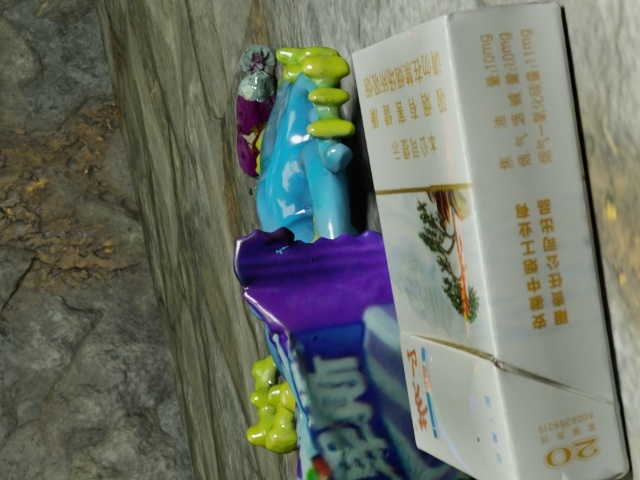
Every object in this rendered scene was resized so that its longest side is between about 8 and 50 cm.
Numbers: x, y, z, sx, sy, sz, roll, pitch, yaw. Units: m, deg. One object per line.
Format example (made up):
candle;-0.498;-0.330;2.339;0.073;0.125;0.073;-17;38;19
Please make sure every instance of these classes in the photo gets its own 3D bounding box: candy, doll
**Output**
candy;0.034;0.119;0.817;0.070;0.145;0.275;-137;40;-78
doll;0.000;0.000;1.037;0.346;0.099;0.341;107;163;-53
candy;-0.058;-0.106;1.273;0.043;0.045;0.175;24;129;33

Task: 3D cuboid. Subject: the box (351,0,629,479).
box;0.083;0.004;0.698;0.149;0.067;0.233;-176;76;-77
